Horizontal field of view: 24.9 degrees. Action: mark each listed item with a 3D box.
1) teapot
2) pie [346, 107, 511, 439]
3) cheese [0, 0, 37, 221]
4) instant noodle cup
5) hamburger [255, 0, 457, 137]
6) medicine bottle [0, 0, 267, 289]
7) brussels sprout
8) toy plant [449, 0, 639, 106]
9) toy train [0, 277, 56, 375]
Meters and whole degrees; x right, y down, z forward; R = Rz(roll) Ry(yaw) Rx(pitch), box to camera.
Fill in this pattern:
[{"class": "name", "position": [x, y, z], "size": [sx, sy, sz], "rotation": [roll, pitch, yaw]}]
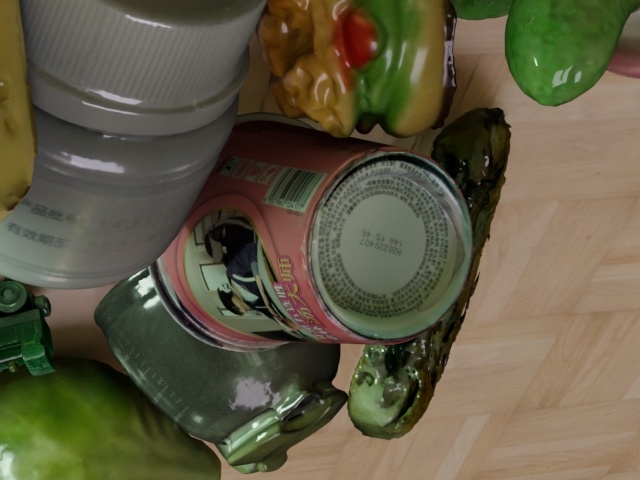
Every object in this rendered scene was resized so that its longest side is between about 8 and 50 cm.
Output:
[{"class": "teapot", "position": [-0.108, 0.134, 1.535], "size": [0.239, 0.239, 0.321], "rotation": [-16, 162, -49]}, {"class": "pie", "position": [0.121, 0.031, 1.502], "size": [0.078, 0.296, 0.371], "rotation": [20, 109, 9]}, {"class": "cheese", "position": [-0.353, -0.127, 1.035], "size": [0.315, 0.260, 0.128], "rotation": [4, -176, 28]}, {"class": "instant noodle cup", "position": [0.000, 0.000, 1.288], "size": [0.244, 0.244, 0.255], "rotation": [6, 180, -30]}, {"class": "hamburger", "position": [0.019, -0.190, 1.192], "size": [0.148, 0.237, 0.237], "rotation": [-5, 145, -6]}, {"class": "medicine bottle", "position": [-0.183, -0.134, 1.161], "size": [0.245, 0.245, 0.306], "rotation": [4, 141, -27]}, {"class": "brussels sprout", "position": [-0.274, 0.264, 1.682], "size": [0.344, 0.344, 0.268], "rotation": [13, 102, -36]}, {"class": "toy plant", "position": [0.239, -0.262, 1.192], "size": [0.356, 0.317, 0.210], "rotation": [-9, 169, -33]}, {"class": "toy train", "position": [-0.372, 0.109, 1.551], "size": [0.178, 0.105, 0.071], "rotation": [-14, 150, -2]}]
